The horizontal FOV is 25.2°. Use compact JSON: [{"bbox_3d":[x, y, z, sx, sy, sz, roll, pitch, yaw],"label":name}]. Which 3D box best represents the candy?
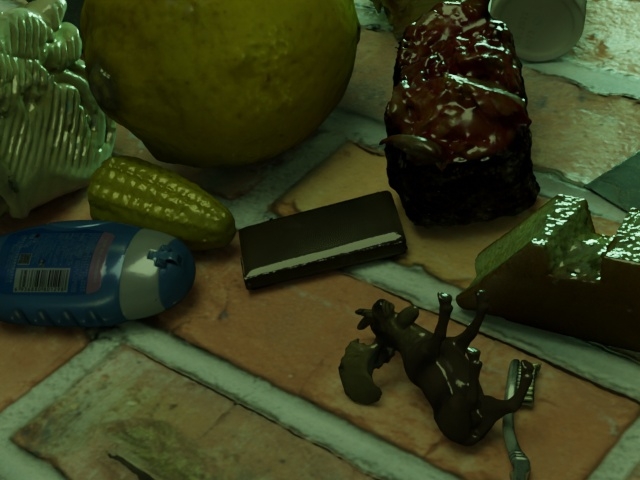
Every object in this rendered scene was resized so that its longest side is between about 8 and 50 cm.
[{"bbox_3d":[-0.192,-0.036,1.785,0.199,0.106,0.094,18,30,29],"label":"candy"}]

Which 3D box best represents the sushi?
[{"bbox_3d":[0.160,-0.152,1.750,0.197,0.181,0.343,-14,35,13],"label":"sushi"}]

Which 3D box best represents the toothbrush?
[{"bbox_3d":[0.188,0.249,1.372,0.037,0.028,0.375,2,41,9],"label":"toothbrush"}]

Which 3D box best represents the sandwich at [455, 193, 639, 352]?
[{"bbox_3d":[0.259,0.029,1.541,0.236,0.128,0.122,10,37,27],"label":"sandwich"}]

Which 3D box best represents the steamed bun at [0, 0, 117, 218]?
[{"bbox_3d":[-0.433,-0.171,1.916,0.207,0.267,0.280,-3,21,36],"label":"steamed bun"}]

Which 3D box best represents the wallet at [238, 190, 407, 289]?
[{"bbox_3d":[0.000,0.000,1.732,0.198,0.031,0.110,-14,38,1],"label":"wallet"}]

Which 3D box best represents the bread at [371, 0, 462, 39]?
[{"bbox_3d":[0.119,-0.418,2.086,0.133,0.179,0.250,-9,47,-6],"label":"bread"}]

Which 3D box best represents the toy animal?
[{"bbox_3d":[0.105,0.126,1.487,0.094,0.186,0.214,-5,53,-36],"label":"toy animal"}]

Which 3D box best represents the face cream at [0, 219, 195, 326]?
[{"bbox_3d":[-0.276,0.038,1.730,0.264,0.083,0.149,0,54,18],"label":"face cream"}]

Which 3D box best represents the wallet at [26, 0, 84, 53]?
[{"bbox_3d":[-0.306,-0.391,2.193,0.342,0.075,0.237,39,98,38],"label":"wallet"}]

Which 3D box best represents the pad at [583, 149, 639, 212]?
[{"bbox_3d":[0.530,-0.102,1.704,0.368,0.007,0.248,-32,41,-19],"label":"pad"}]

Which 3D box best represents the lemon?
[{"bbox_3d":[-0.137,-0.265,1.843,0.387,0.349,0.350,-24,38,-31],"label":"lemon"}]

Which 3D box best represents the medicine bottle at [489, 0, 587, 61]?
[{"bbox_3d":[0.319,-0.400,2.035,0.130,0.130,0.341,-2,40,16],"label":"medicine bottle"}]
